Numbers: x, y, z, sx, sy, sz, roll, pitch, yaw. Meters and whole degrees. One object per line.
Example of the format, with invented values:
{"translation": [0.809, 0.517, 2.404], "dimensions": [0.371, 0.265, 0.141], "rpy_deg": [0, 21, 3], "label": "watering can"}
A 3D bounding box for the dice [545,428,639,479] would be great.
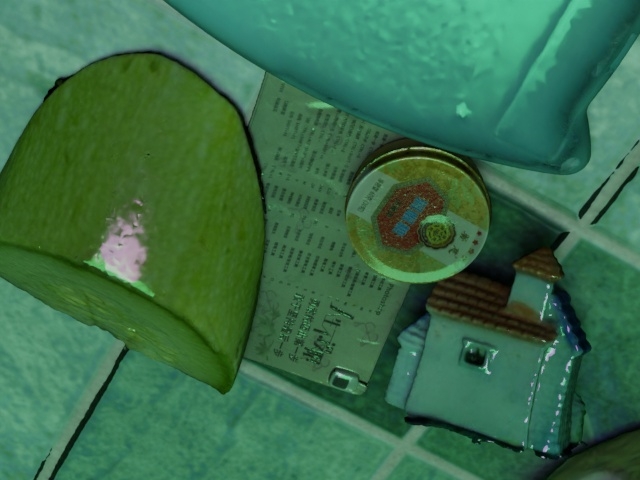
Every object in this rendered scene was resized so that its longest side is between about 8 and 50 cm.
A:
{"translation": [0.307, 0.302, 0.877], "dimensions": [0.254, 0.250, 0.252], "rpy_deg": [-24, 116, 18], "label": "dice"}

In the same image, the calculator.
{"translation": [0.049, -0.196, 0.728], "dimensions": [0.386, 0.054, 0.256], "rpy_deg": [27, 119, -5], "label": "calculator"}

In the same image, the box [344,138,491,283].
{"translation": [0.070, -0.021, 0.829], "dimensions": [0.105, 0.037, 0.106], "rpy_deg": [2, 120, 4], "label": "box"}

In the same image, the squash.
{"translation": [-0.127, -0.016, 0.870], "dimensions": [0.236, 0.155, 0.204], "rpy_deg": [27, 157, -9], "label": "squash"}

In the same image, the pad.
{"translation": [0.000, 0.000, 0.873], "dimensions": [0.159, 0.009, 0.265], "rpy_deg": [18, 120, -4], "label": "pad"}

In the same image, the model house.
{"translation": [0.138, 0.070, 0.855], "dimensions": [0.148, 0.119, 0.149], "rpy_deg": [18, 98, 22], "label": "model house"}
